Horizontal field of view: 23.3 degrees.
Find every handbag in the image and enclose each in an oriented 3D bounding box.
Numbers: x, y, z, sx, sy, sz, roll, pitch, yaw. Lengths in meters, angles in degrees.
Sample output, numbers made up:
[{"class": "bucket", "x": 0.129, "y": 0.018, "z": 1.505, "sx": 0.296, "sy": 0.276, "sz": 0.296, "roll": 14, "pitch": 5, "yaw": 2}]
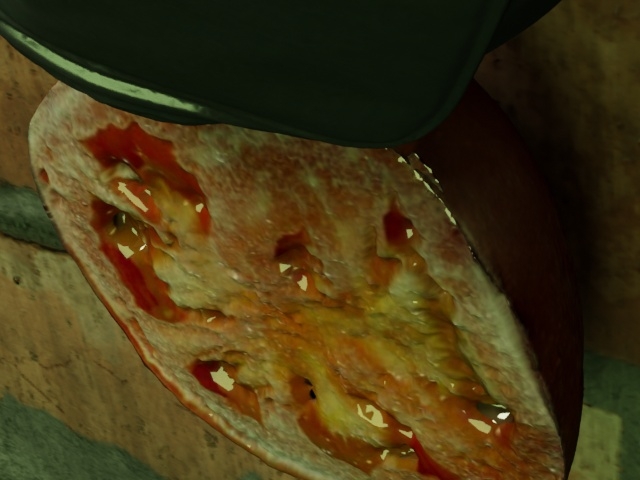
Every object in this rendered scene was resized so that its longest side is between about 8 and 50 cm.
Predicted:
[{"class": "handbag", "x": 0.005, "y": -0.133, "z": 0.538, "sx": 0.178, "sy": 0.275, "sz": 0.302, "roll": 55, "pitch": 165, "yaw": 9}]

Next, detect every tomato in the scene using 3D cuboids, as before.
[{"class": "tomato", "x": 0.010, "y": -0.007, "z": 0.833, "sx": 0.338, "sy": 0.144, "sz": 0.338, "roll": 24, "pitch": 143, "yaw": 20}]
